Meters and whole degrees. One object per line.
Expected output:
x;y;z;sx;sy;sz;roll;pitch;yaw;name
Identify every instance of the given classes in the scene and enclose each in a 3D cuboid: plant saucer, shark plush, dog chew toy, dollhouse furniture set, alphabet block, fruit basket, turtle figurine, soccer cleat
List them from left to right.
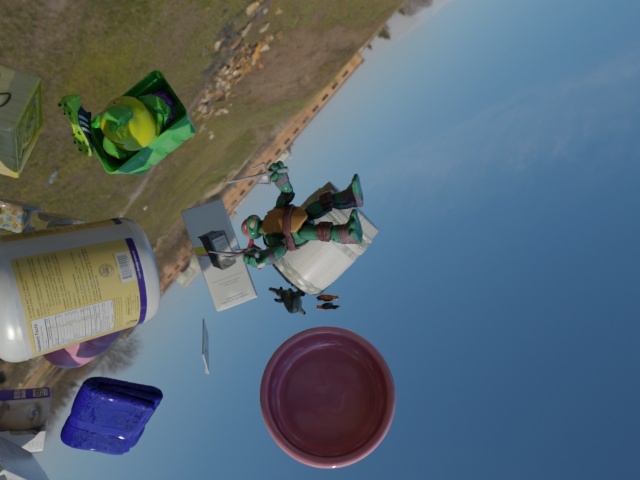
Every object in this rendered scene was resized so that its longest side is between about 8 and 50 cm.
-0.794;-0.295;0.966;0.193;0.196;0.193;-42;-139;49;alphabet block
-0.746;0.111;1.093;0.256;0.393;0.363;-170;-84;-86;dollhouse furniture set
-0.699;-0.339;1.211;0.072;0.060;0.179;-55;150;-48;soccer cleat
-0.825;0.326;1.449;0.331;0.207;0.207;-21;-154;28;dog chew toy
-0.662;-0.416;1.450;0.391;0.283;0.392;-33;165;-10;fruit basket
-0.105;0.163;1.207;0.067;0.073;0.161;-17;-142;-35;shark plush
-0.052;-0.035;0.643;0.233;0.118;0.176;-6;-110;15;turtle figurine
0.017;0.384;1.029;0.332;0.331;0.084;-58;163;-32;plant saucer

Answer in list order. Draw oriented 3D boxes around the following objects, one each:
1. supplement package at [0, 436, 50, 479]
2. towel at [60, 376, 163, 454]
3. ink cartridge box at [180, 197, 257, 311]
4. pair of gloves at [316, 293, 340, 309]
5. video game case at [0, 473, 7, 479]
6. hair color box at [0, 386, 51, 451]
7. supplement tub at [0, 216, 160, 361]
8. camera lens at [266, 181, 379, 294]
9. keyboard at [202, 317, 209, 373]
-0.940;0.700;1.156;0.198;0.199;0.263;-45;146;-30;supplement package
-0.626;0.534;1.227;0.308;0.227;0.076;-55;-152;27;towel
-0.313;0.048;1.266;0.131;0.307;0.226;-21;-179;-16;ink cartridge box
0.024;0.198;1.326;0.083;0.074;0.010;-95;-174;-64;pair of gloves
-0.660;0.502;0.757;0.143;0.019;0.157;-22;155;-46;video game case
-1.082;0.593;1.331;0.110;0.338;0.186;4;-94;53;hair color box
-0.520;0.093;0.818;0.331;0.241;0.241;-14;169;-39;supplement tub
0.000;0.000;1.163;0.274;0.219;0.219;-45;-165;9;camera lens
-0.375;0.337;1.343;0.014;0.072;0.256;-8;-164;-14;keyboard
